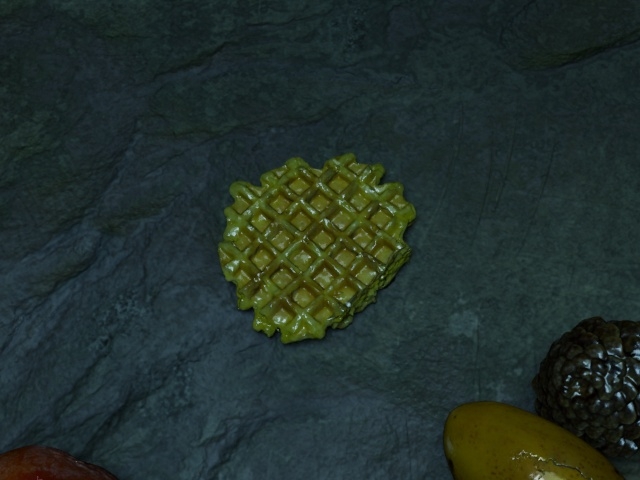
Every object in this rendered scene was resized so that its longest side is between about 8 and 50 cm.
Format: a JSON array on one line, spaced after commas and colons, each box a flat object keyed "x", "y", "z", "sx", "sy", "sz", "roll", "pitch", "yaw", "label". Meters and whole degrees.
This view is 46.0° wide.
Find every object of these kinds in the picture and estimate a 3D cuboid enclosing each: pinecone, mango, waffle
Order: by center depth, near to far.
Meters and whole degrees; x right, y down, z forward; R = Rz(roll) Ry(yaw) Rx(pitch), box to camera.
[{"x": 0.269, "y": 0.309, "z": 0.929, "sx": 0.160, "sy": 0.191, "sz": 0.290, "roll": -37, "pitch": 64, "yaw": -24, "label": "mango"}, {"x": 0.388, "y": 0.184, "z": 0.994, "sx": 0.184, "sy": 0.179, "sz": 0.204, "roll": 24, "pitch": 20, "yaw": 33, "label": "pinecone"}, {"x": 0.000, "y": 0.002, "z": 1.148, "sx": 0.311, "sy": 0.060, "sz": 0.307, "roll": -13, "pitch": 65, "yaw": -4, "label": "waffle"}]

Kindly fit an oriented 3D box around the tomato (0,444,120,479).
[{"x": -0.326, "y": 0.358, "z": 0.886, "sx": 0.231, "sy": 0.188, "sz": 0.232, "roll": 13, "pitch": 63, "yaw": -26, "label": "tomato"}]
